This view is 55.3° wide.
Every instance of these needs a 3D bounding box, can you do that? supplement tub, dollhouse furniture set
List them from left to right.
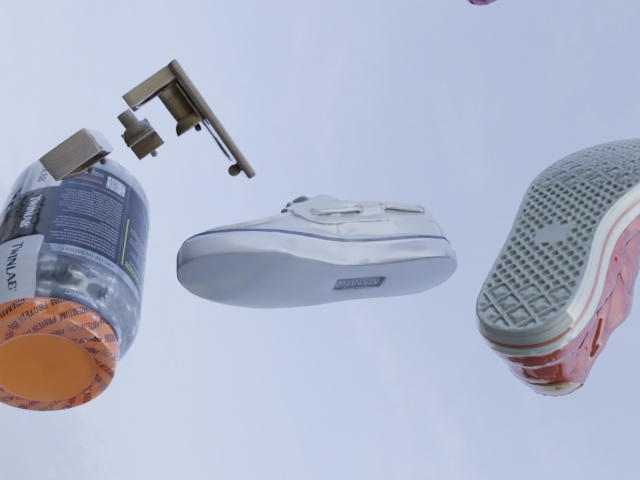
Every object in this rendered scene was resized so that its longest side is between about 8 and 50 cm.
[{"bbox_3d":[-0.320,0.040,0.767,0.316,0.193,0.194,-106,-154,-52],"label":"supplement tub"},{"bbox_3d":[-0.167,-0.075,0.607,0.123,0.151,0.144,54,-6,-14],"label":"dollhouse furniture set"}]

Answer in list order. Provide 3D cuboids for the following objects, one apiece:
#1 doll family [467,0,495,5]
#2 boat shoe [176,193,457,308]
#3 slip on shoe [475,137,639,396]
[{"bbox_3d":[0.072,-0.141,0.090,0.262,0.163,0.119,0,-95,43],"label":"doll family"},{"bbox_3d":[0.000,0.000,0.562,0.096,0.267,0.088,113,-32,-51],"label":"boat shoe"},{"bbox_3d":[0.245,0.005,0.565,0.123,0.331,0.101,0,-52,43],"label":"slip on shoe"}]
